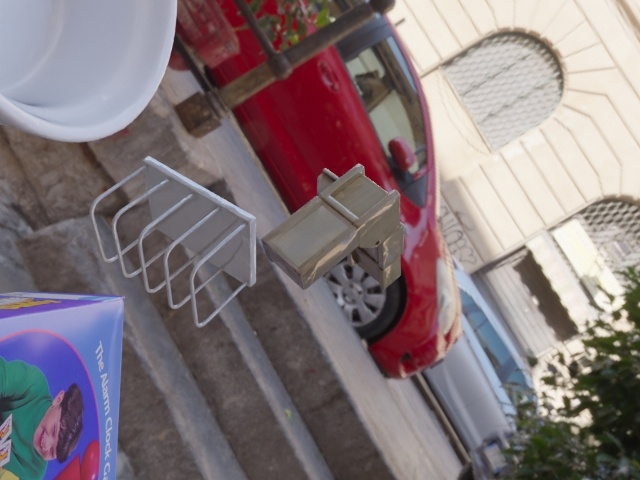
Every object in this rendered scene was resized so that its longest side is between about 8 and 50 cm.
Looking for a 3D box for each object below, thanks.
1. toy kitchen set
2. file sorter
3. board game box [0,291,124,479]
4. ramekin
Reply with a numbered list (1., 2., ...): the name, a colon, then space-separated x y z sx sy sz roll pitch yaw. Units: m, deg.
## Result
1. toy kitchen set: 0.000 0.000 0.362 0.068 0.075 0.083 40 -22 30
2. file sorter: -0.287 0.005 1.173 0.277 0.173 0.193 30 -40 20
3. board game box: -0.186 0.205 0.289 0.233 0.077 0.348 23 69 -84
4. ramekin: -0.245 -0.221 0.474 0.277 0.135 0.278 7 90 -72
